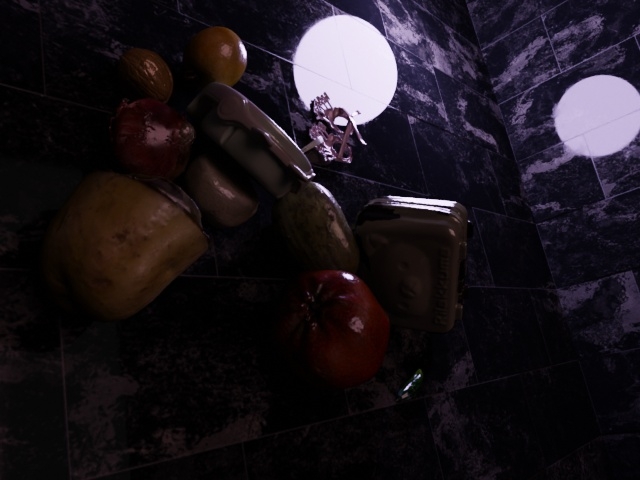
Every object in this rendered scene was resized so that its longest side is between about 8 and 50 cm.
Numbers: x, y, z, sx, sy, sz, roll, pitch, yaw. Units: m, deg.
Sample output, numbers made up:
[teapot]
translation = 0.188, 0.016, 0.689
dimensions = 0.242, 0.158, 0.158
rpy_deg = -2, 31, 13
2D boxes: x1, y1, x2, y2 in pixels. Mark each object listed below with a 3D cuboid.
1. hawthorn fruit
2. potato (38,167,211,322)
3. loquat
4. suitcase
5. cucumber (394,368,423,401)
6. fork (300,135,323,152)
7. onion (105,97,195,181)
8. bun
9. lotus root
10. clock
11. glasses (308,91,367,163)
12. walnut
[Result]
[hawthorn fruit]
translation = 0.030, 0.213, 1.235
dimensions = 0.300, 0.254, 0.253
rpy_deg = 66, 28, -48
[potato]
translation = -0.327, 0.018, 0.884
dimensions = 0.243, 0.286, 0.242
rpy_deg = -19, 115, -49
[loquat]
translation = -0.241, -0.410, 1.280
dimensions = 0.137, 0.163, 0.163
rpy_deg = 52, 38, -37
[suitcase]
translation = 0.197, 0.064, 1.413
dimensions = 0.194, 0.340, 0.351
rpy_deg = -53, 145, -51
[cucumber]
translation = 0.247, 0.399, 1.523
dimensions = 0.168, 0.039, 0.039
rpy_deg = -29, 94, -54
[fork]
translation = -0.057, -0.235, 1.492
dimensions = 0.034, 0.028, 0.219
rpy_deg = 53, 47, -5
[onion]
translation = -0.314, -0.197, 1.090
dimensions = 0.184, 0.147, 0.183
rpy_deg = 40, 43, -51
[bun]
translation = -0.214, -0.093, 1.173
dimensions = 0.173, 0.113, 0.166
rpy_deg = 38, 20, -38
[lotus root]
translation = 0.000, 0.000, 1.327
dimensions = 0.173, 0.173, 0.309
rpy_deg = -31, 91, -52
[clock]
translation = -0.139, -0.197, 1.174
dimensions = 0.265, 0.108, 0.324
rpy_deg = 45, -3, -31
[glasses]
translation = 0.047, -0.329, 1.627
dimensions = 0.162, 0.095, 0.255
rpy_deg = 19, 54, -23
[walnut]
translation = -0.357, -0.333, 1.150
dimensions = 0.124, 0.105, 0.105
rpy_deg = 55, 39, -20
